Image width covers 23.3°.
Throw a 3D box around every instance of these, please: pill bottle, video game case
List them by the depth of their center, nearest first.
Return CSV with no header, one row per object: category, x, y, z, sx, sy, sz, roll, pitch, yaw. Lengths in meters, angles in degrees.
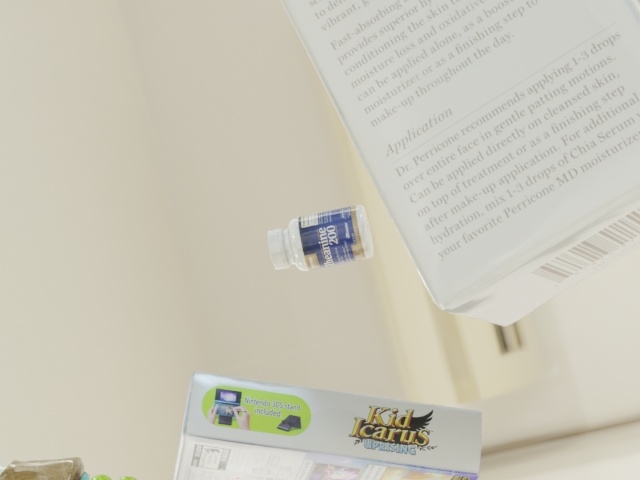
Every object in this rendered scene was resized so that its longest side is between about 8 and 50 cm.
video game case,-0.004,0.199,1.375,0.269,0.244,0.061,109,169,-65
pill bottle,0.000,0.000,1.876,0.067,0.120,0.067,-12,-90,-84

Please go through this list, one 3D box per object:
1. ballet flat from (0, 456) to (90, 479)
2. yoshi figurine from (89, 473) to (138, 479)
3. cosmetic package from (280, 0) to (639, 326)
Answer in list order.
ballet flat,-0.336,0.283,1.493,0.124,0.342,0.116,38,-134,-1
yoshi figurine,-0.256,0.464,1.830,0.203,0.203,0.362,3,-88,-53
cosmetic package,0.109,-0.187,1.193,0.453,0.230,0.161,64,-161,18
